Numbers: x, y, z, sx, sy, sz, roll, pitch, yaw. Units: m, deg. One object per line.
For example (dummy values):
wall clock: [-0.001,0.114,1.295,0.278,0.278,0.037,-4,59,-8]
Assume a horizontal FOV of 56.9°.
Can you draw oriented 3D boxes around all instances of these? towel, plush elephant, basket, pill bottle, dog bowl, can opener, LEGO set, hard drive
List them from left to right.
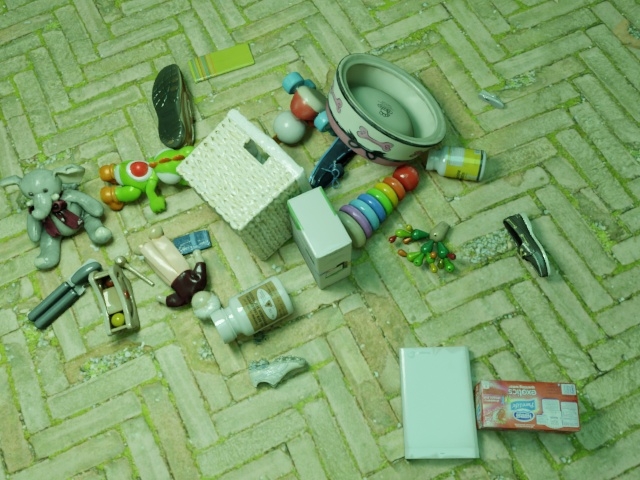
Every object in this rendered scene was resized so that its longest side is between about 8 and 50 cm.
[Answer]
plush elephant: [-0.863,-0.119,1.904,0.272,0.255,0.330,-18,66,4]
can opener: [-0.817,0.163,1.889,0.074,0.093,0.280,42,82,18]
towel: [-0.423,0.007,1.945,0.119,0.029,0.067,-17,67,-2]
towel: [-0.373,-0.667,2.220,0.237,0.021,0.102,-19,73,-4]
basket: [-0.216,-0.160,1.843,0.266,0.331,0.328,-44,71,-6]
pill bottle: [-0.208,0.212,1.777,0.229,0.131,0.131,-27,68,-13]
LEGO set: [-0.181,0.288,1.819,0.083,0.023,0.054,-30,70,-21]
dog bowl: [0.198,-0.409,1.905,0.408,0.150,0.408,19,46,-21]
hard drive: [0.334,0.461,1.691,0.203,0.040,0.307,-2,69,4]
pill bottle: [0.443,-0.255,1.936,0.184,0.103,0.103,9,69,9]

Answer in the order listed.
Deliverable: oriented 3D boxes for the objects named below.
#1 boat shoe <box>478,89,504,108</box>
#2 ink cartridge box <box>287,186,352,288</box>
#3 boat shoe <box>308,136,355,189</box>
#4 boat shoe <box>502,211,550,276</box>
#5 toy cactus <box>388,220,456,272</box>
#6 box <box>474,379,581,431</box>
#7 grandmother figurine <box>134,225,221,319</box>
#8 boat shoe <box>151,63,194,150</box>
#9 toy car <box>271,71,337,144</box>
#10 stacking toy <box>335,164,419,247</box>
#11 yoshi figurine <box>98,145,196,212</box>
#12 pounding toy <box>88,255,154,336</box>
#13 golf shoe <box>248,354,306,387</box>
boat shoe: [0.600,-0.494,2.057,0.100,0.035,0.035,34,77,23]
ink cartridge box: [0.000,0.000,1.779,0.117,0.278,0.201,-25,68,-9]
boat shoe: [0.044,-0.247,1.967,0.089,0.109,0.258,29,75,12]
boat shoe: [0.636,0.019,1.824,0.069,0.081,0.227,-17,61,1]
toy cactus: [0.341,0.004,1.851,0.219,0.112,0.180,30,64,24]
box: [0.563,0.459,1.626,0.257,0.122,0.128,1,68,5]
grandmother figurine: [-0.440,0.122,1.855,0.342,0.104,0.208,42,103,17]
boat shoe: [-0.514,-0.461,2.096,0.123,0.120,0.324,-12,73,20]
toy car: [-0.076,-0.406,2.026,0.238,0.210,0.219,-42,77,18]
stacking toy: [0.190,-0.131,1.899,0.141,0.141,0.330,42,73,18]
yoshi figurine: [-0.550,-0.216,2.000,0.362,0.203,0.203,-15,26,14]
pounding toy: [-0.611,0.151,1.836,0.155,0.154,0.269,-19,68,-3]
golf shoe: [-0.125,0.390,1.758,0.176,0.069,0.086,-9,88,5]
